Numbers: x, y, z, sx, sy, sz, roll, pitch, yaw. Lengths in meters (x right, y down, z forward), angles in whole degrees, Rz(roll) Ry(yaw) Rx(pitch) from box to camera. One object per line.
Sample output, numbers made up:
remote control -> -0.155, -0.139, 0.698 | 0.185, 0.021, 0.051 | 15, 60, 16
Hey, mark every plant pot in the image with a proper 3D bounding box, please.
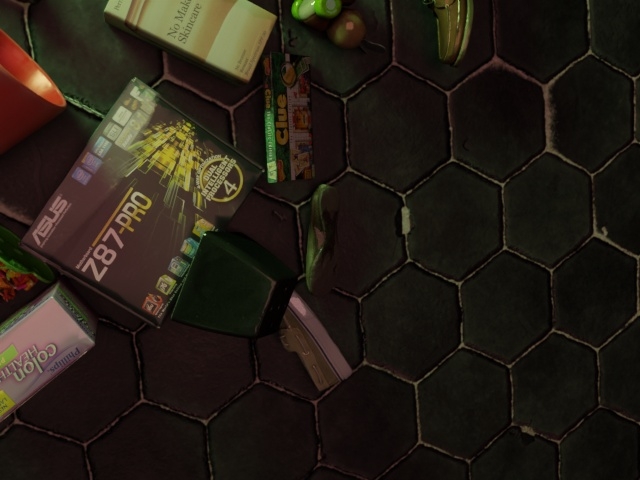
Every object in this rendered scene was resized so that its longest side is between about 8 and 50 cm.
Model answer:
plant pot -> -0.154, 0.098, 1.451 | 0.166, 0.187, 0.188 | 22, 96, 15
plant pot -> -0.631, -0.248, 1.284 | 0.243, 0.275, 0.275 | -43, 106, 4

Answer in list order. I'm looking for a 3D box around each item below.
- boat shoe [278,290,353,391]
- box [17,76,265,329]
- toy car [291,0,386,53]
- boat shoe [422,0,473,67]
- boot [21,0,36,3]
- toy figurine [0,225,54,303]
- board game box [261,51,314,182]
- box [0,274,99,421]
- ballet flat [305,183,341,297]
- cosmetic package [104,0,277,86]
boat shoe -> -0.040, 0.205, 1.578 | 0.094, 0.109, 0.302 | -37, 108, -7
box -> -0.349, -0.071, 1.460 | 0.318, 0.097, 0.395 | 35, 86, -15
toy car -> 0.059, -0.457, 1.507 | 0.188, 0.155, 0.149 | 42, 85, -26
boat shoe -> 0.268, -0.530, 1.582 | 0.104, 0.110, 0.308 | 4, 86, -13
boot -> -0.673, -0.506, 1.328 | 0.229, 0.091, 0.263 | -32, 100, -4
toy figurine -> -0.634, 0.077, 1.404 | 0.159, 0.130, 0.173 | -42, 126, 6
board game box -> -0.065, -0.254, 1.514 | 0.136, 0.030, 0.260 | -13, 103, -51
box -> -0.538, 0.191, 1.362 | 0.213, 0.243, 0.117 | -39, 106, -7
ballet flat -> 0.000, 0.000, 1.595 | 0.084, 0.058, 0.250 | -8, 105, -37
cosmetic package -> -0.254, -0.432, 1.424 | 0.296, 0.129, 0.153 | 22, 91, -17
